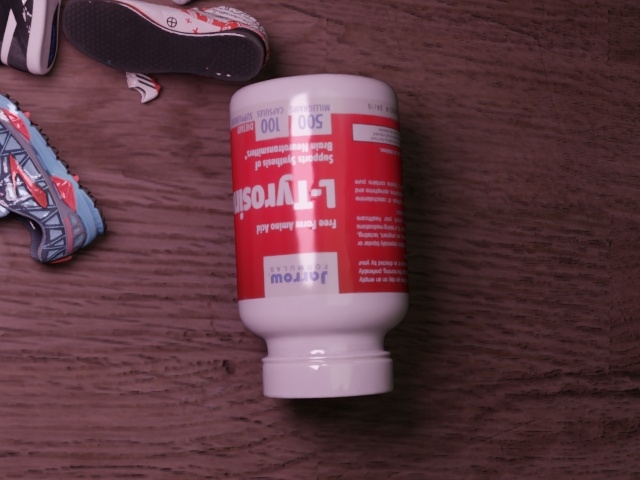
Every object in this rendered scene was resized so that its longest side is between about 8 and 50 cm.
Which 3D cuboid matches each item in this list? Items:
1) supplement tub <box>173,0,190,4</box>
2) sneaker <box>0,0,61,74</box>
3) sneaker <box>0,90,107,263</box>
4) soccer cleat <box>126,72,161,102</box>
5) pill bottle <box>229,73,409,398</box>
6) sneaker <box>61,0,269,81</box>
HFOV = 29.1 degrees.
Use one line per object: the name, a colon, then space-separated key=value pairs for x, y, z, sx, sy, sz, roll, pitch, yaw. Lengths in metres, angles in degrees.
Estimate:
supplement tub: x=-0.164 y=-0.374 z=1.687 sx=0.107 sy=0.071 sz=0.071 roll=-32 pitch=98 yaw=-24
sneaker: x=-0.387 y=-0.324 z=1.547 sx=0.121 sy=0.079 sz=0.217 roll=13 pitch=99 yaw=7
sneaker: x=-0.387 y=-0.082 z=1.541 sx=0.125 sy=0.104 sz=0.262 roll=-42 pitch=101 yaw=-20
soccer cleat: x=-0.250 y=-0.223 z=1.657 sx=0.035 sy=0.029 sz=0.083 roll=-45 pitch=107 yaw=-26
pill bottle: x=0.000 y=0.000 z=1.634 sx=0.229 sy=0.229 sz=0.407 roll=-1 pitch=85 yaw=-24
sneaker: x=-0.199 y=-0.273 z=1.643 sx=0.270 sy=0.145 sz=0.090 roll=11 pitch=108 yaw=0
